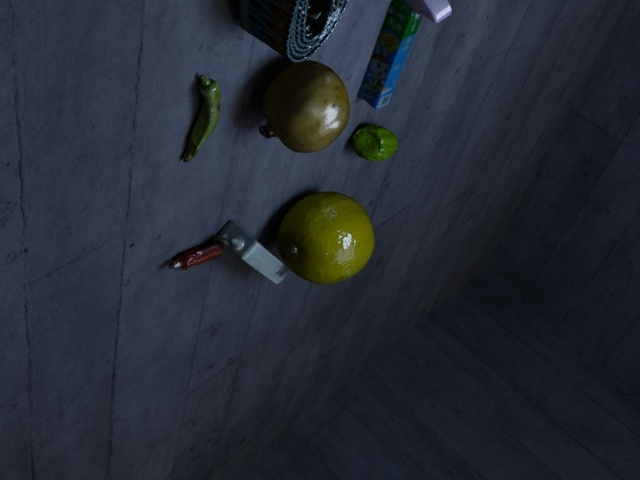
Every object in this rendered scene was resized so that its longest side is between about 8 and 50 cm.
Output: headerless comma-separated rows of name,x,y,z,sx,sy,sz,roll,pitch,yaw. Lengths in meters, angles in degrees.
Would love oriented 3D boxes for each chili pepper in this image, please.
chili pepper,-0.216,-0.226,1.595,0.049,0.043,0.208,-48,164,-44

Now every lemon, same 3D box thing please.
lemon,0.000,0.000,2.165,0.219,0.240,0.240,-22,147,-38

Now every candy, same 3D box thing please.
candy,0.155,-0.257,2.246,0.097,0.096,0.209,-57,164,18

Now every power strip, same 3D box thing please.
power strip,-0.160,0.031,2.074,0.058,0.098,0.338,-47,160,-1

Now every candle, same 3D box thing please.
candle,-0.281,0.041,1.915,0.162,0.048,0.053,-24,167,-49

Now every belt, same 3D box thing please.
belt,-0.032,-0.440,1.445,0.207,0.150,0.258,-42,161,-43

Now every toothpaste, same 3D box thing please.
toothpaste,0.160,-0.431,1.979,0.050,0.065,0.267,-27,151,-39

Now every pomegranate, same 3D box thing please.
pomegranate,-0.038,-0.262,1.707,0.196,0.196,0.196,-42,158,-21

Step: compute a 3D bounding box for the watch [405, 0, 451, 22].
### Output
watch,0.186,-0.561,1.546,0.217,0.248,0.211,-48,159,-13
